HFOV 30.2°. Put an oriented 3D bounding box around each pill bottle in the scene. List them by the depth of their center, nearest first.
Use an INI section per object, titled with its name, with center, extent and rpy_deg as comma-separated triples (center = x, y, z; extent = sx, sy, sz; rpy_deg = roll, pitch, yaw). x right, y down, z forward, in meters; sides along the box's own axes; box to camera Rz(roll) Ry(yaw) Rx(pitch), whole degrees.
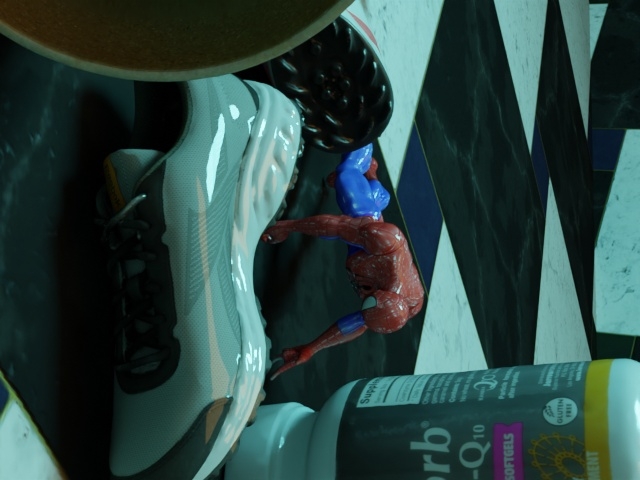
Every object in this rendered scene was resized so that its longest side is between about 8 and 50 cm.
[pill bottle]
center = 0.087, 0.168, 0.795
extent = 0.162, 0.278, 0.162
rpy_deg = -7, 90, -71

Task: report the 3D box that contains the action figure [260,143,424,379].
[action figure]
center = 0.000, 0.000, 0.921
extent = 0.280, 0.139, 0.091
rpy_deg = -108, 176, -60

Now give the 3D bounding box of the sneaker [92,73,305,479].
[sneaker]
center = -0.087, 0.017, 0.665
extent = 0.108, 0.100, 0.271
rpy_deg = 27, 58, -38

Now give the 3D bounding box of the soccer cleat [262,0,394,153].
[soccer cleat]
center = -0.033, -0.218, 0.892
extent = 0.116, 0.108, 0.318
rpy_deg = -111, 177, -59

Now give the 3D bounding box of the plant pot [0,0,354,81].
[plant pot]
center = -0.081, -0.248, 0.596
extent = 0.254, 0.237, 0.237
rpy_deg = -97, 167, -51
